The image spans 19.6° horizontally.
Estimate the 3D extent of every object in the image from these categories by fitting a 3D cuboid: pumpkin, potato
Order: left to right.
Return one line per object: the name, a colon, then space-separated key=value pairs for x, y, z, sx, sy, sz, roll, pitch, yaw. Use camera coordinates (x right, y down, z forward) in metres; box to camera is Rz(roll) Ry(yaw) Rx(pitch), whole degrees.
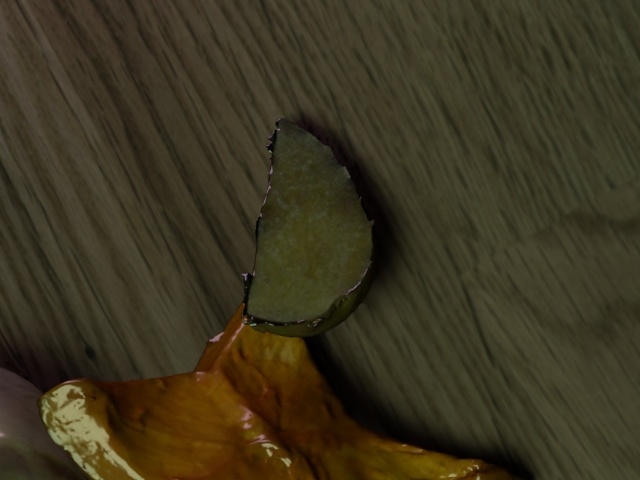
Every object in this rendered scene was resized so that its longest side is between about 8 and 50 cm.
pumpkin: x=-0.032 y=0.170 z=1.418 sx=0.290 sy=0.258 sz=0.095 roll=42 pitch=139 yaw=20
potato: x=0.000 y=0.000 z=1.462 sx=0.101 sy=0.089 sz=0.172 roll=2 pitch=69 yaw=11

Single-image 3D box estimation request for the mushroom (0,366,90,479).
mushroom: x=-0.319 y=0.285 z=1.633 sx=0.314 sy=0.314 sz=0.336 roll=-4 pitch=122 yaw=34
